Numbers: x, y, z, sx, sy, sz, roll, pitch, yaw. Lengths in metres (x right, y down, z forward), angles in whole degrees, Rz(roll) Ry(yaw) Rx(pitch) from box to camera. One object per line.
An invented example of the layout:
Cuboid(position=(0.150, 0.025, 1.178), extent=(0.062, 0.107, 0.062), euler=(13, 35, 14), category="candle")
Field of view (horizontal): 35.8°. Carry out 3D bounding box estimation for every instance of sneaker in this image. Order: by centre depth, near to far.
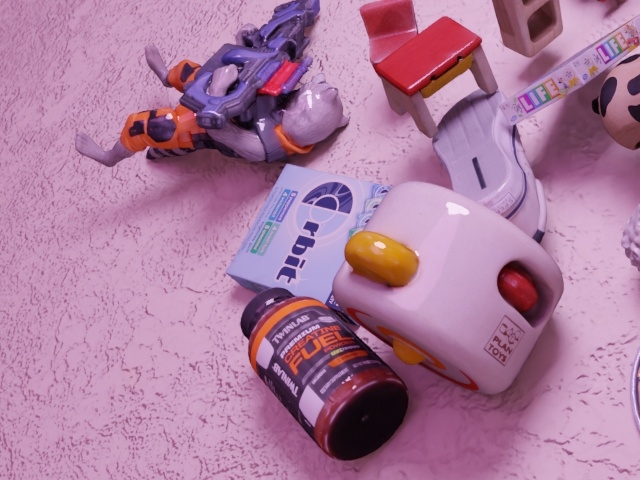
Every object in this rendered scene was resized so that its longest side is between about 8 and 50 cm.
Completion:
Cuboid(position=(0.178, -0.073, 1.041), extent=(0.094, 0.091, 0.258), euler=(-28, 28, 22), category="sneaker")

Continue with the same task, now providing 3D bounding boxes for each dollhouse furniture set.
Cuboid(position=(0.185, -0.312, 1.098), extent=(0.374, 0.152, 0.201), euler=(-37, 46, -9), category="dollhouse furniture set")

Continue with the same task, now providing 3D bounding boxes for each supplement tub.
Cuboid(position=(-0.006, 0.127, 1.015), extent=(0.106, 0.106, 0.198), euler=(-47, 47, -2), category="supplement tub")

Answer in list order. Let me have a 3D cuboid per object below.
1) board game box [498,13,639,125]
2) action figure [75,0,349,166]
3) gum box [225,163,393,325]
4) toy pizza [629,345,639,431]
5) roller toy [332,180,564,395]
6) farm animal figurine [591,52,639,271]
Cuboid(position=(0.263, -0.175, 1.006), extent=(0.154, 0.026, 0.103), euler=(-35, 3, -37), category="board game box")
Cuboid(position=(-0.106, -0.187, 1.297), extent=(0.330, 0.178, 0.341), euler=(8, 38, 30), category="action figure")
Cuboid(position=(0.000, 0.000, 1.139), extent=(0.184, 0.041, 0.157), euler=(15, 70, 40), category="gum box")
Cuboid(position=(0.359, 0.116, 0.828), extent=(0.201, 0.032, 0.201), euler=(-17, 53, 24), category="toy pizza")
Cuboid(position=(0.114, 0.050, 0.923), extent=(0.191, 0.209, 0.146), euler=(31, 80, 7), category="roller toy")
Cuboid(position=(0.350, -0.171, 0.846), extent=(0.327, 0.172, 0.330), euler=(130, 153, -54), category="farm animal figurine")
